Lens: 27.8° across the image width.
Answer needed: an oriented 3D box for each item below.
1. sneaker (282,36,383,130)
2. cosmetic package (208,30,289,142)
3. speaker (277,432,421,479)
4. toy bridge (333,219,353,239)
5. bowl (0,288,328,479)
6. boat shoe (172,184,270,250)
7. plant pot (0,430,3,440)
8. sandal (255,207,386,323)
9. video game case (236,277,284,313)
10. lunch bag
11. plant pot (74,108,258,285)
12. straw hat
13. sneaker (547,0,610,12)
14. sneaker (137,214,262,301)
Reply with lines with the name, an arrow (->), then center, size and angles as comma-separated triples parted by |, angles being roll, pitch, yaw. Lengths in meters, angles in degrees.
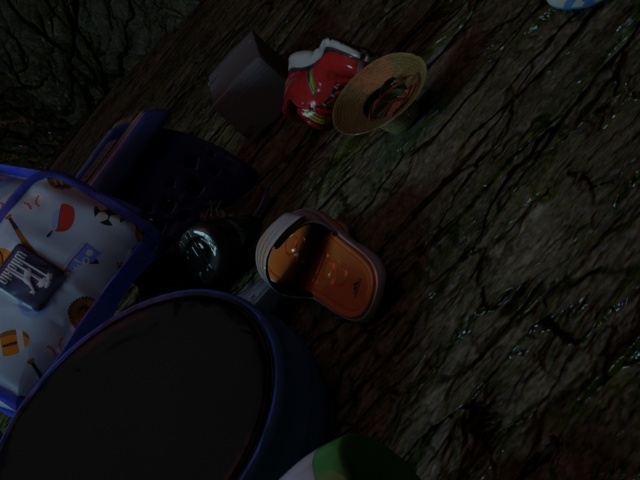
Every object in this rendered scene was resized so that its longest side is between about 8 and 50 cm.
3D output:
sneaker -> 0.020, -0.219, 1.883 | 0.279, 0.107, 0.118 | -5, 67, 70
cosmetic package -> -0.120, -0.273, 2.269 | 0.127, 0.107, 0.238 | -46, 16, 8
speaker -> -0.045, 0.281, 0.989 | 0.296, 0.131, 0.131 | -45, 19, 19
toy bridge -> 0.000, 0.000, 1.546 | 0.063, 0.026, 0.188 | -32, 21, -18
bowl -> -0.179, 0.213, 1.301 | 0.391, 0.077, 0.391 | -23, 40, 21
boat shoe -> -0.150, -0.023, 1.916 | 0.183, 0.066, 0.066 | -44, 20, 21
plant pot -> -0.609, 0.373, 1.991 | 0.243, 0.275, 0.275 | -44, 18, -5
sandal -> -0.017, 0.017, 1.419 | 0.265, 0.076, 0.102 | 24, 97, 61
video game case -> -0.140, 0.124, 1.607 | 0.274, 0.026, 0.196 | -35, 9, 42
lunch bag -> -0.430, 0.071, 1.861 | 0.385, 0.239, 0.328 | 15, 66, 47
plant pot -> -0.275, -0.073, 2.084 | 0.236, 0.212, 0.236 | -56, 20, -15
straw hat -> 0.090, -0.167, 1.630 | 0.144, 0.061, 0.144 | -28, 39, 25
sneaker -> 0.310, -0.310, 1.338 | 0.237, 0.086, 0.085 | -25, 33, 56
sneaker -> -0.170, 0.042, 1.845 | 0.106, 0.101, 0.267 | -31, -4, -39
